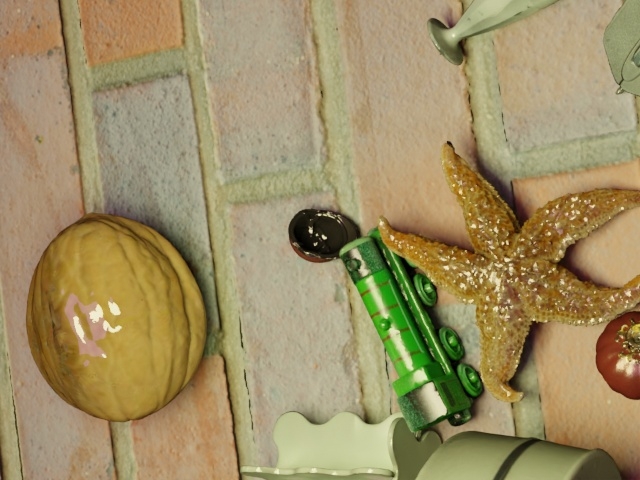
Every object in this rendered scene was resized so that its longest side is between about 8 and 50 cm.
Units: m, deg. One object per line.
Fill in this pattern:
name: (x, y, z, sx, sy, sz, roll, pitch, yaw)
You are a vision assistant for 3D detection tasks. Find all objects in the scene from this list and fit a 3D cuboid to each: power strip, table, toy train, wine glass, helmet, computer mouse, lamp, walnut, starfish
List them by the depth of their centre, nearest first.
power strip: (0.205, 0.362, 1.756, 0.161, 0.357, 0.357, 6, 95, 28)
computer mouse: (0.383, -0.240, 1.779, 0.113, 0.068, 0.229, 49, 112, 20)
lamp: (0.345, 0.124, 1.802, 0.101, 0.090, 0.101, -7, 56, 11)
starfish: (0.212, 0.015, 1.858, 0.302, 0.060, 0.299, 34, 102, 12)
wine glass: (0.198, -0.264, 1.881, 0.155, 0.073, 0.073, -34, 76, 29)
toy train: (0.099, 0.100, 1.920, 0.085, 0.119, 0.251, -31, 79, 27)
table: (0.022, 0.278, 1.943, 0.198, 0.166, 0.166, -3, 90, 29)
helmet: (0.001, 0.001, 2.007, 0.084, 0.049, 0.065, 17, 64, 3)
walnut: (-0.254, 0.093, 2.053, 0.225, 0.225, 0.261, -17, 85, 28)
